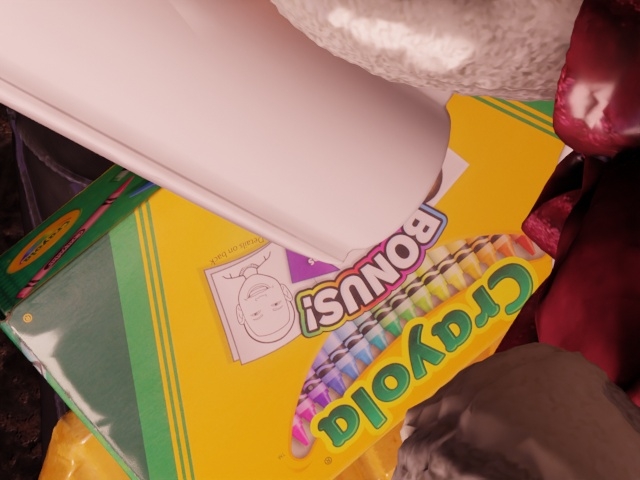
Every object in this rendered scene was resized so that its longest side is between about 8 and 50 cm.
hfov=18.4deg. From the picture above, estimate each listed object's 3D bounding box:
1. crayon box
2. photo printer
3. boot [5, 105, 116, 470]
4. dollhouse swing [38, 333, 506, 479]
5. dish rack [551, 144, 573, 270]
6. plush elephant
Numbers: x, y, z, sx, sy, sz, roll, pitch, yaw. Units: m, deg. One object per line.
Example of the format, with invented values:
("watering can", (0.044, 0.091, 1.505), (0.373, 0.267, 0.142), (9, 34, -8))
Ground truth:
("crayon box", (0.000, 0.000, 0.925), (0.165, 0.278, 0.081), (53, 172, -22))
("photo printer", (-0.119, -0.118, 0.741), (0.256, 0.107, 0.307), (36, -175, 37))
("boot", (-0.112, 0.046, 1.288), (0.367, 0.146, 0.445), (-133, 39, -61))
("dollhouse swing", (0.060, 0.213, 1.153), (0.305, 0.347, 0.315), (45, 167, 39))
("dish rack", (0.195, 0.128, 0.807), (0.285, 0.072, 0.332), (-142, 45, -57))
("plush elephant", (0.099, -0.021, 0.504), (0.272, 0.330, 0.255), (112, 141, -66))
